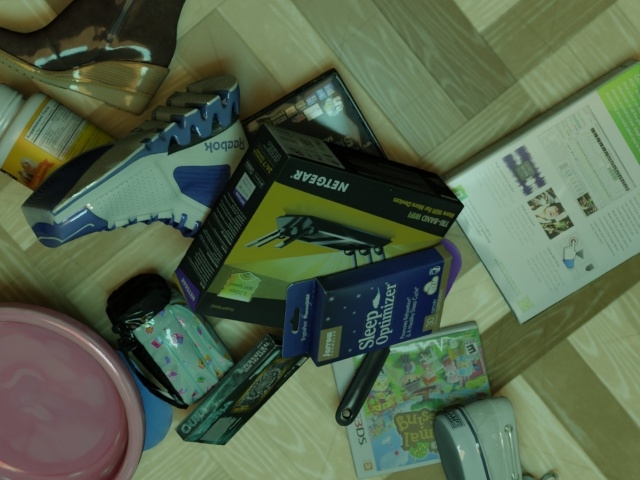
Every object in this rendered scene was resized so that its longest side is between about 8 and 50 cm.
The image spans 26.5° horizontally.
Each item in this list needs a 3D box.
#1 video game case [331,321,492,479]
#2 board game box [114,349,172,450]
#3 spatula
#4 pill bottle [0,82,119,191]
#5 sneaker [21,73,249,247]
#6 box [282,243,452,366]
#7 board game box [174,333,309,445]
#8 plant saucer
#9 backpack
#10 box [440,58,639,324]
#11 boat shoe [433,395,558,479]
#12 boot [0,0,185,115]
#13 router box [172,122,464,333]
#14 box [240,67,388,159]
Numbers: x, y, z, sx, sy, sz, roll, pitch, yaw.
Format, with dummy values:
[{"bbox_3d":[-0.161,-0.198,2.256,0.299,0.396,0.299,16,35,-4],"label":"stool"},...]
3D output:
[{"bbox_3d":[0.136,0.228,1.928,0.212,0.023,0.193,-12,104,1],"label":"video game case"},{"bbox_3d":[-0.278,0.215,1.891,0.133,0.033,0.169,-32,104,27],"label":"board game box"},{"bbox_3d":[0.100,0.126,1.878,0.084,0.030,0.297,29,93,-10],"label":"spatula"},{"bbox_3d":[-0.345,-0.114,1.778,0.215,0.117,0.117,32,100,-9],"label":"pill bottle"},{"bbox_3d":[-0.194,-0.055,1.700,0.315,0.127,0.182,-36,116,-23],"label":"sneaker"},{"bbox_3d":[0.060,0.090,1.772,0.225,0.036,0.136,-14,134,-21],"label":"box"},{"bbox_3d":[-0.104,0.207,1.867,0.186,0.126,0.026,-46,66,8],"label":"board game box"},{"bbox_3d":[-0.391,0.225,1.848,0.332,0.084,0.332,4,114,9],"label":"plant saucer"},{"bbox_3d":[-0.200,0.138,1.837,0.115,0.152,0.182,-35,108,2],"label":"backpack"},{"bbox_3d":[0.348,-0.065,1.849,0.322,0.058,0.232,-31,103,7],"label":"box"},{"bbox_3d":[0.275,0.378,1.921,0.156,0.136,0.367,-20,108,-12],"label":"boat shoe"},{"bbox_3d":[-0.303,-0.294,1.765,0.248,0.090,0.207,19,94,-8],"label":"boot"},{"bbox_3d":[0.000,0.000,1.739,0.308,0.081,0.243,12,120,-40],"label":"router box"},{"bbox_3d":[-0.034,-0.094,1.825,0.232,0.059,0.183,-29,104,6],"label":"box"}]
